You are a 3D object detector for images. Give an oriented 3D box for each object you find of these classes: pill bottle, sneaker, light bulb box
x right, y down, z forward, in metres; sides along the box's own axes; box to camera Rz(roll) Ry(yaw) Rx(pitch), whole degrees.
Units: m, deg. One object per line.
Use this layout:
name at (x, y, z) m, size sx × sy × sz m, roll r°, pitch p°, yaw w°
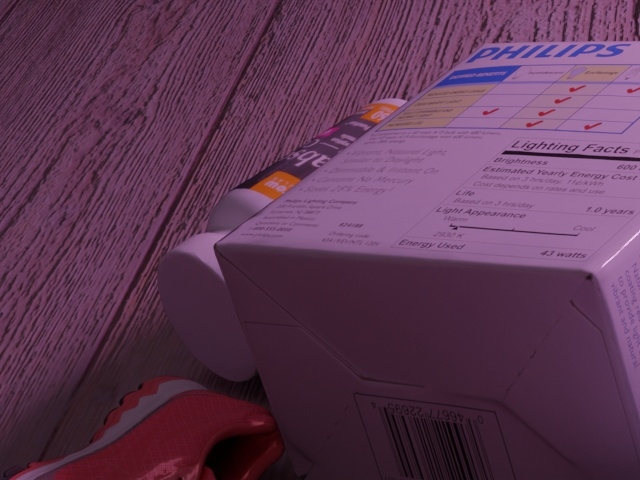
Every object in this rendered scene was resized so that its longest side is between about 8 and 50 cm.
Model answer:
pill bottle at (0.000, 0.000, 1.758) m, size 0.278 × 0.162 × 0.162 m, roll -34°, pitch 28°, yaw -32°
sneaker at (-0.144, 0.201, 1.484) m, size 0.136 × 0.116 × 0.314 m, roll 3°, pitch 31°, yaw 37°
light bulb box at (0.185, 0.019, 1.503) m, size 0.358 × 0.225 × 0.361 m, roll 5°, pitch 32°, yaw 43°
